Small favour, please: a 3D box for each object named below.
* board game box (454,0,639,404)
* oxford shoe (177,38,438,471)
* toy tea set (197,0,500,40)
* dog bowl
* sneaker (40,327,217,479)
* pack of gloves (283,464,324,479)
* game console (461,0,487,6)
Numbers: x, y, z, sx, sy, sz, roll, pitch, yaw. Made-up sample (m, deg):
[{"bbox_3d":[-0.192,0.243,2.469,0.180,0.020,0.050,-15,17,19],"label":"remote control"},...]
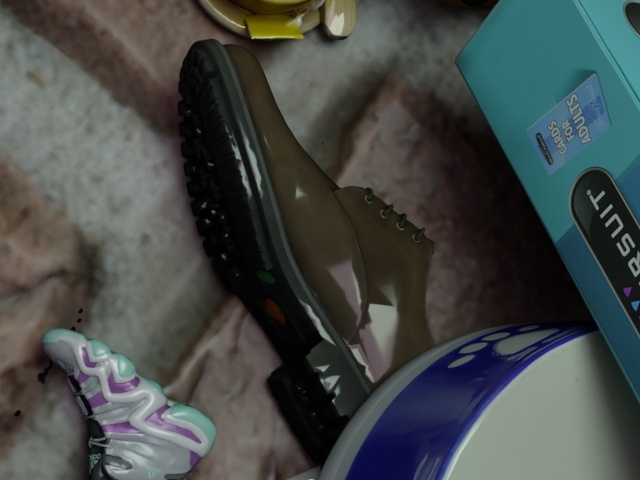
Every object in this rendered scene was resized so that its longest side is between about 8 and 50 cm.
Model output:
[{"bbox_3d":[0.237,0.030,0.840,0.254,0.079,0.336,5,47,-38],"label":"board game box"},{"bbox_3d":[0.000,0.000,0.916,0.096,0.083,0.227,-27,96,-23],"label":"oxford shoe"},{"bbox_3d":[0.088,-0.211,0.948,0.336,0.124,0.200,-4,80,-14],"label":"toy tea set"},{"bbox_3d":[0.125,0.168,0.859,0.265,0.104,0.265,3,83,-29],"label":"dog bowl"},{"bbox_3d":[-0.105,0.092,0.890,0.098,0.038,0.069,35,73,-4],"label":"sneaker"},{"bbox_3d":[-0.030,0.215,0.881,0.232,0.046,0.195,-15,84,-16],"label":"pack of gloves"},{"bbox_3d":[0.081,-0.195,0.906,0.122,0.107,0.071,-43,51,6],"label":"game console"}]
